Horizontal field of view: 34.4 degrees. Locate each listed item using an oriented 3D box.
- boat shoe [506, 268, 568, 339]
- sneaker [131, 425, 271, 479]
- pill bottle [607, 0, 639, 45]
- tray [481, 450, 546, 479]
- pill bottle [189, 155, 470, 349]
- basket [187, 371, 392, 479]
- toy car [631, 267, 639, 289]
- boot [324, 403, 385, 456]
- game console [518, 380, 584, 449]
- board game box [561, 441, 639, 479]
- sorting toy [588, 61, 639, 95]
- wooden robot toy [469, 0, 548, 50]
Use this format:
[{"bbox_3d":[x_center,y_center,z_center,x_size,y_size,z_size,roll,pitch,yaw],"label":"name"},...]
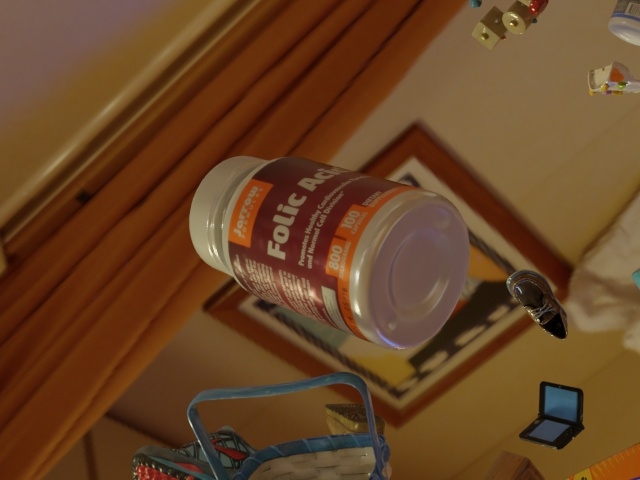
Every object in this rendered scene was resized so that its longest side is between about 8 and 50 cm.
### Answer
[{"bbox_3d":[0.412,0.120,1.909,0.183,0.066,0.066,39,-158,-35],"label":"boat shoe"},{"bbox_3d":[-0.168,0.339,1.556,0.262,0.104,0.125,23,-137,-31],"label":"sneaker"},{"bbox_3d":[0.465,-0.348,1.445,0.078,0.137,0.078,25,179,1],"label":"pill bottle"},{"bbox_3d":[0.277,0.590,1.776,0.203,0.411,0.076,51,155,-24],"label":"tray"},{"bbox_3d":[0.000,0.000,1.503,0.392,0.224,0.224,18,170,43],"label":"pill bottle"},{"bbox_3d":[-0.031,0.321,1.411,0.201,0.255,0.289,-61,-41,-59],"label":"basket"},{"bbox_3d":[0.697,0.097,1.776,0.219,0.210,0.238,60,172,6],"label":"toy car"},{"bbox_3d":[0.050,0.433,1.821,0.089,0.269,0.236,3,-179,-7],"label":"boot"},{"bbox_3d":[0.442,0.336,1.984,0.122,0.107,0.071,2,123,62],"label":"game console"},{"bbox_3d":[0.515,0.398,1.083,0.356,0.356,0.356,23,-135,-31],"label":"board game box"},{"bbox_3d":[0.459,-0.240,1.580,0.075,0.044,0.083,10,179,-10],"label":"sorting toy"},{"bbox_3d":[0.200,-0.261,0.999,0.076,0.079,0.173,34,154,20],"label":"wooden robot toy"}]
